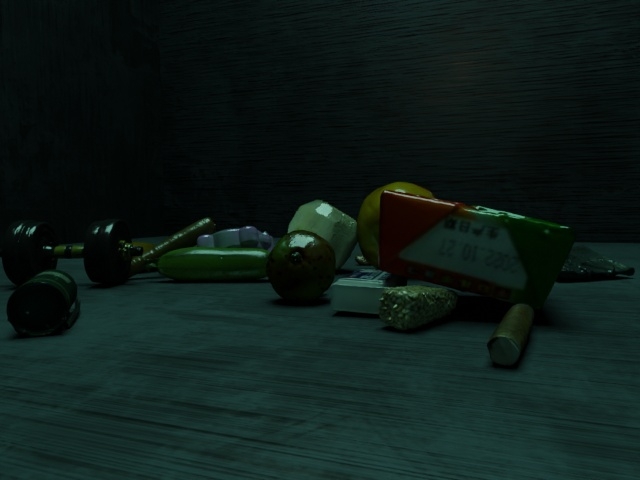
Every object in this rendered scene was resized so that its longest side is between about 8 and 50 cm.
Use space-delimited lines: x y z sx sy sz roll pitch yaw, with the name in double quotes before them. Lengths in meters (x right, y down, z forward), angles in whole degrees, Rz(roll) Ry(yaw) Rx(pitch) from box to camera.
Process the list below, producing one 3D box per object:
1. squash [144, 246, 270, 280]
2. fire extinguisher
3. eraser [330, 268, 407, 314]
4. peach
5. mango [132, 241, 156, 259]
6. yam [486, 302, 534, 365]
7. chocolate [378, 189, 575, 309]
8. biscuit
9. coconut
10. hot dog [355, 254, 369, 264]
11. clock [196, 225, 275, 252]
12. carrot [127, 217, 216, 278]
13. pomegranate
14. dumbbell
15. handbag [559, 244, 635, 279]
"squash" -0.308 0.067 1.494 0.378 0.102 0.101 -2 3 0
"fire extinguisher" -0.507 0.106 0.982 0.118 0.093 0.294 26 -6 -20
"eraser" 0.105 0.104 1.080 0.124 0.068 0.210 5 5 16
"peach" 0.255 -0.049 1.639 0.288 0.289 0.308 1 22 28
"mango" -0.596 0.057 1.767 0.136 0.099 0.227 -6 -7 15
"yam" 0.288 0.132 0.780 0.046 0.046 0.264 1 4 26
"chocolate" 0.300 0.018 1.082 0.341 0.162 0.360 13 1 16
"biscuit" 0.174 0.113 0.923 0.082 0.071 0.168 16 11 38
"coconut" 0.001 0.001 1.690 0.227 0.231 0.227 29 -1 1
"hot dog" 0.165 0.070 1.889 0.083 0.035 0.058 1 4 11
"clock" -0.265 0.025 1.649 0.227 0.090 0.248 -12 -16 3
"carrot" -0.472 0.030 1.596 0.342 0.070 0.070 -32 16 -22
"pomegranate" -0.034 0.065 1.177 0.159 0.159 0.205 1 -24 19
"dumbbell" -0.684 0.033 1.438 0.388 0.185 0.185 -1 4 -1
"handbag" 0.745 0.073 1.516 0.270 0.089 0.175 -1 12 -18
